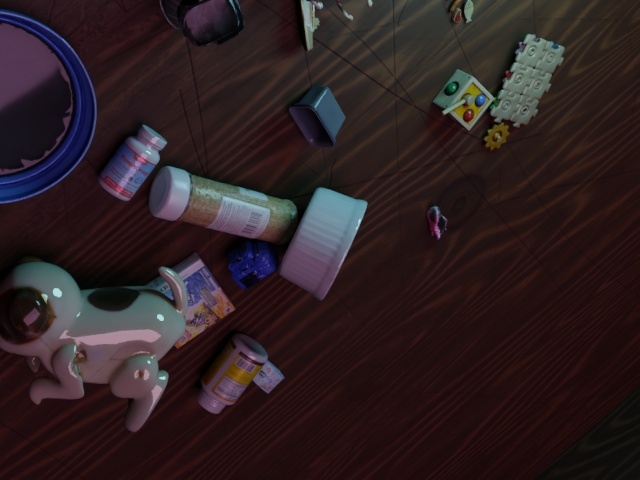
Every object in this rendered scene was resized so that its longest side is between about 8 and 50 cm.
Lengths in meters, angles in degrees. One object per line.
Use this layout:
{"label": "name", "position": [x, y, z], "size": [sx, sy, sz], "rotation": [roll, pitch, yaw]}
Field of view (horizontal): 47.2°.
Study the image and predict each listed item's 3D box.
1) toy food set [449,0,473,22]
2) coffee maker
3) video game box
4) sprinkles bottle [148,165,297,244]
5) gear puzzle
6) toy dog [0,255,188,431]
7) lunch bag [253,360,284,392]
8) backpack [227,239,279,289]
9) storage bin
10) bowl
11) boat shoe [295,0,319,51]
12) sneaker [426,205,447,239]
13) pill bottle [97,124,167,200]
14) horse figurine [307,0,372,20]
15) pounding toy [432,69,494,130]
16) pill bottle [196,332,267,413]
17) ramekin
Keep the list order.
{"label": "toy food set", "position": [0.351, -0.605, 1.844], "size": [0.078, 0.019, 0.122], "rotation": [-19, 134, -19]}
{"label": "coffee maker", "position": [-0.226, -0.482, 1.477], "size": [0.171, 0.178, 0.120], "rotation": [-49, 131, 5]}
{"label": "video game box", "position": [-0.346, 0.156, 1.886], "size": [0.187, 0.048, 0.205], "rotation": [-33, 129, -5]}
{"label": "sprinkles bottle", "position": [-0.228, -0.078, 1.762], "size": [0.355, 0.121, 0.121], "rotation": [14, 110, -36]}
{"label": "gear puzzle", "position": [0.556, -0.410, 2.071], "size": [0.175, 0.044, 0.339], "rotation": [5, 118, -34]}
{"label": "toy dog", "position": [-0.532, 0.200, 1.644], "size": [0.408, 0.284, 0.395], "rotation": [26, 116, -30]}
{"label": "lunch bag", "position": [-0.159, 0.395, 2.138], "size": [0.071, 0.053, 0.083], "rotation": [-43, 121, -2]}
{"label": "backpack", "position": [-0.171, 0.053, 1.871], "size": [0.120, 0.098, 0.101], "rotation": [-28, 133, 12]}
{"label": "storage bin", "position": [-0.004, -0.305, 1.782], "size": [0.091, 0.098, 0.135], "rotation": [-57, 135, -25]}
{"label": "bowl", "position": [-0.645, -0.263, 1.435], "size": [0.391, 0.077, 0.391], "rotation": [-15, 125, -22]}
{"label": "boat shoe", "position": [-0.025, -0.500, 1.667], "size": [0.045, 0.050, 0.135], "rotation": [-16, 125, -15]}
{"label": "sneaker", "position": [0.350, -0.060, 2.163], "size": [0.057, 0.047, 0.119], "rotation": [-31, 137, -19]}
{"label": "pill bottle", "position": [-0.413, -0.173, 1.617], "size": [0.087, 0.087, 0.160], "rotation": [33, 99, -39]}
{"label": "horse figurine", "position": [0.078, -0.604, 1.604], "size": [0.174, 0.066, 0.263], "rotation": [25, 106, -45]}
{"label": "pounding toy", "position": [0.374, -0.368, 1.947], "size": [0.141, 0.100, 0.130], "rotation": [31, 99, -39]}
{"label": "pill bottle", "position": [-0.250, 0.371, 2.027], "size": [0.117, 0.117, 0.215], "rotation": [31, 100, -39]}
{"label": "ramekin", "position": [0.000, 0.000, 1.847], "size": [0.135, 0.277, 0.277], "rotation": [25, 107, -2]}
